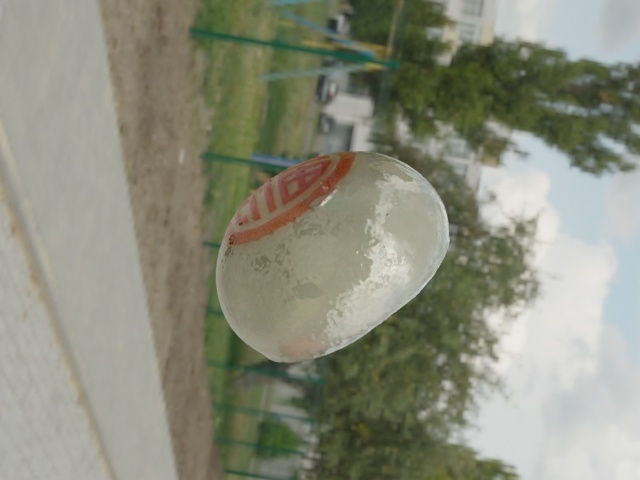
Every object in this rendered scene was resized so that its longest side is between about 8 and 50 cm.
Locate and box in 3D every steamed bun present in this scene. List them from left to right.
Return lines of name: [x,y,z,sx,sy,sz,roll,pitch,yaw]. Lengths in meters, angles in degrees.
steamed bun: [0.000,0.000,1.379,0.177,0.283,0.283,55,16,-17]
